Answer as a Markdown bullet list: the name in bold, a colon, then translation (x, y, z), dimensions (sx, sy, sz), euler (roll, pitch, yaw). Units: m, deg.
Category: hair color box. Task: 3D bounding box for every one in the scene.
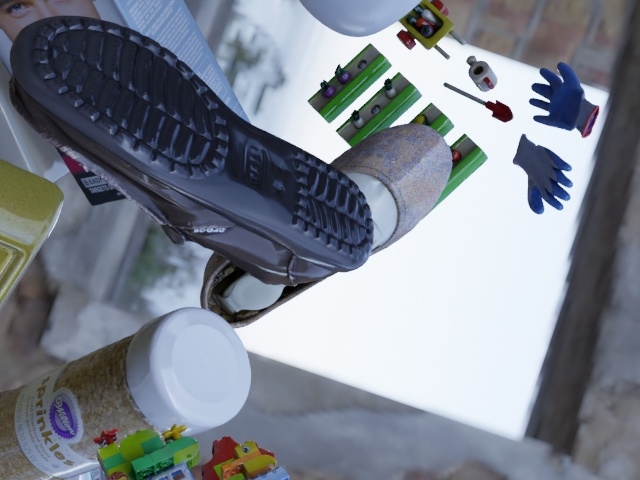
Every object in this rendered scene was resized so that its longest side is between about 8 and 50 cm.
- **hair color box**: translation (-0.247, -0.226, 1.819), dimensions (0.374, 0.185, 0.113), euler (62, 36, -28)

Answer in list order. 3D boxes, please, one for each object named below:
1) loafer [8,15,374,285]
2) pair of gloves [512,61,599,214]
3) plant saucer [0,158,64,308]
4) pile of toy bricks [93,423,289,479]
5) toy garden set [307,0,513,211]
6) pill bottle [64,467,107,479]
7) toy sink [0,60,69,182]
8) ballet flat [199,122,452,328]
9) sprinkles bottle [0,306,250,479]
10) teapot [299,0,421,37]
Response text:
- **loafer**: translation (-0.125, -0.053, 1.448), dimensions (0.130, 0.366, 0.134), euler (-36, -149, 38)
- **pair of gloves**: translation (0.312, -0.136, 2.275), dimensions (0.159, 0.023, 0.198), euler (53, -49, 56)
- **plant saucer**: translation (-0.440, 0.047, 1.628), dimensions (0.332, 0.333, 0.081), euler (-57, -136, 7)
- **pile of toy bricks**: translation (-0.127, 0.181, 1.231), dimensions (0.105, 0.212, 0.118), euler (57, -23, 29)
- **toy garden set**: translation (0.117, -0.173, 2.001), dimensions (0.204, 0.244, 0.049), euler (-43, 143, 1)
- **pill bottle**: translation (-0.369, 0.308, 2.205), dimensions (0.361, 0.204, 0.204), euler (45, 63, -85)
- **toy sink**: translation (-0.431, -0.104, 1.959), dimensions (0.152, 0.234, 0.131), euler (67, 17, -10)
- **ballet flat**: translation (0.000, 0.000, 1.665), dimensions (0.316, 0.107, 0.106), euler (-37, -170, 29)
- **sprinkles bottle**: translation (-0.222, 0.172, 1.738), dimensions (0.355, 0.121, 0.121), euler (-26, -143, 45)
- **teapot**: translation (0.037, -0.372, 1.915), dimensions (0.256, 0.187, 0.252), euler (-14, -135, 56)
